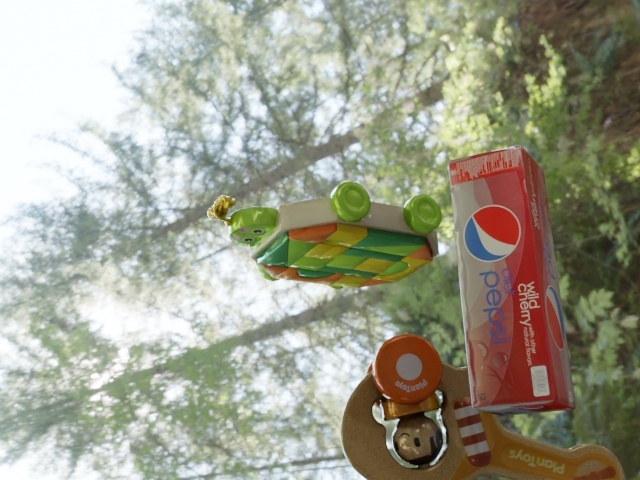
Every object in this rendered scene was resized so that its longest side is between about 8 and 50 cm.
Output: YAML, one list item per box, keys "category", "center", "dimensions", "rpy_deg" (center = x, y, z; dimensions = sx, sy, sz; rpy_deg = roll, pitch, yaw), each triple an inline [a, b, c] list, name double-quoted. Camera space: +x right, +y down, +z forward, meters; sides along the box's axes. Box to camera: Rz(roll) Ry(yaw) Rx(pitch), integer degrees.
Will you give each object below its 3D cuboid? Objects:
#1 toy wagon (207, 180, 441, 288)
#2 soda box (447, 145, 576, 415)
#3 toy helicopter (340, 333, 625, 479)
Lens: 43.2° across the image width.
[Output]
- category: "toy wagon"
  center: [0.000, 0.000, 1.186]
  dimensions: [0.344, 0.267, 0.068]
  rpy_deg: [8, -116, -28]
- category: "soda box"
  center: [0.196, 0.042, 0.831]
  dimensions: [0.092, 0.083, 0.264]
  rpy_deg: [27, -123, -56]
- category: "toy helicopter"
  center: [0.195, 0.272, 0.992]
  dimensions: [0.354, 0.140, 0.235]
  rpy_deg: [15, -109, 2]
